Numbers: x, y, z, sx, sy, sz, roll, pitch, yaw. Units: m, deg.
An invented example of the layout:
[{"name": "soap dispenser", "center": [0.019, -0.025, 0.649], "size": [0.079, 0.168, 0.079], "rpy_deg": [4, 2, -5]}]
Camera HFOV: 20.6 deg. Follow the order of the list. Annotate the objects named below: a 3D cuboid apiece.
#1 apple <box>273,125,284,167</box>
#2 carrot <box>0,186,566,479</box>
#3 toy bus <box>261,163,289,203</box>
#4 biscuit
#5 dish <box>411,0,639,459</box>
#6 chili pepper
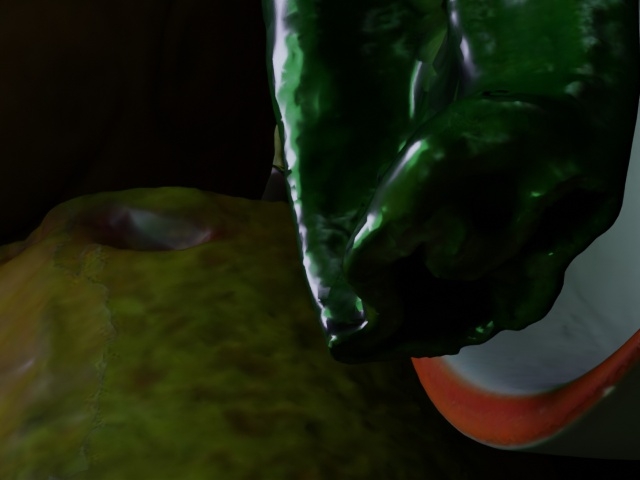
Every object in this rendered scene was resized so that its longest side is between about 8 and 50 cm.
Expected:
[{"name": "apple", "center": [-0.092, 0.007, 0.932], "size": [0.179, 0.254, 0.346], "rpy_deg": [-21, 46, 15]}, {"name": "carrot", "center": [-0.028, 0.145, 0.529], "size": [0.341, 0.241, 0.241], "rpy_deg": [-101, 32, -50]}, {"name": "toy bus", "center": [0.000, 0.000, 0.791], "size": [0.102, 0.058, 0.052], "rpy_deg": [-138, 62, -67]}, {"name": "biscuit", "center": [-0.092, -0.053, 0.654], "size": [0.051, 0.269, 0.376], "rpy_deg": [25, 124, 26]}, {"name": "dish", "center": [0.116, -0.063, 0.453], "size": [0.256, 0.117, 0.256], "rpy_deg": [-166, 90, -69]}, {"name": "chili pepper", "center": [0.023, -0.092, 0.440], "size": [0.099, 0.083, 0.253], "rpy_deg": [-34, 49, 47]}]
